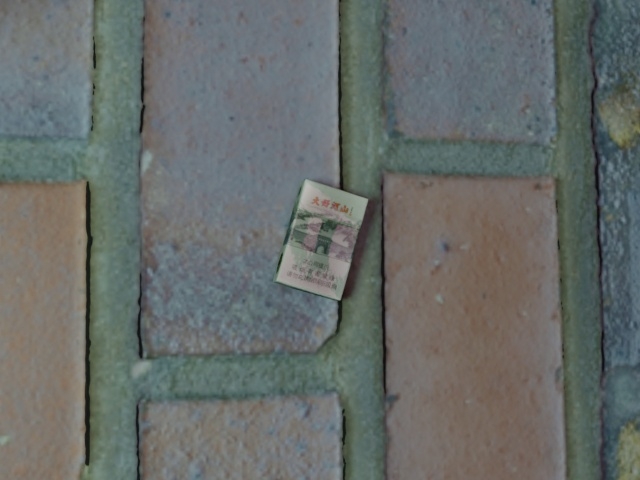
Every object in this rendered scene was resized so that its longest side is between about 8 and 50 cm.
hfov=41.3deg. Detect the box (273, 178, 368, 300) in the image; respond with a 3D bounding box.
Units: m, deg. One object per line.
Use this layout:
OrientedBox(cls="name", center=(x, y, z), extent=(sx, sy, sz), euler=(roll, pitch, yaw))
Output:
OrientedBox(cls="box", center=(0.000, 0.000, 0.661), extent=(0.054, 0.024, 0.083), euler=(17, 82, -9))
